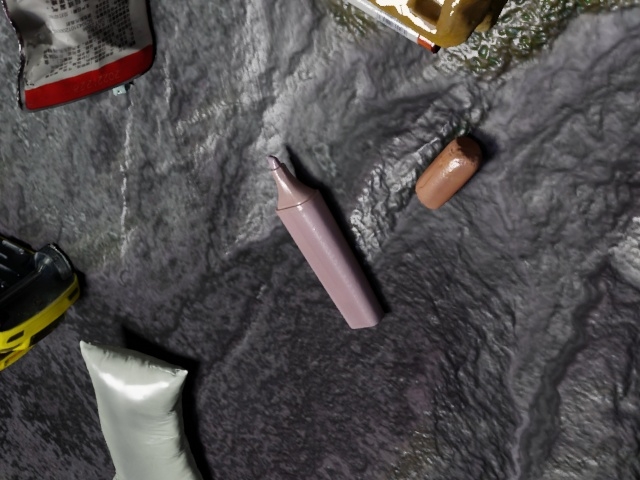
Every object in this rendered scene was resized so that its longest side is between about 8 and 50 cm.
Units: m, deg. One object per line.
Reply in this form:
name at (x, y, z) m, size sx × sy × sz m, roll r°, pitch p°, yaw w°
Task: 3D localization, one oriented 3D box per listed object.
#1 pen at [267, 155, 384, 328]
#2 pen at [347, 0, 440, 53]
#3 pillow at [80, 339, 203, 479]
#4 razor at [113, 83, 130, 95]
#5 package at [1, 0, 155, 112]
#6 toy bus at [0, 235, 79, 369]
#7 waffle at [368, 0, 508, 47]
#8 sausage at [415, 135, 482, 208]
pen at (0.000, 0.000, 1.272) m, size 0.053 × 0.032 × 0.197 m, roll -10°, pitch 116°, yaw 48°
pen at (0.004, -0.225, 1.085) m, size 0.239 × 0.028 × 0.028 m, roll 34°, pitch 139°, yaw 17°
pillow at (-0.214, 0.232, 1.627) m, size 0.144 × 0.078 × 0.254 m, roll 13°, pitch 131°, yaw 23°
razor at (-0.220, -0.230, 1.273) m, size 0.036 × 0.084 × 0.211 m, roll 43°, pitch 154°, yaw 35°
package at (-0.226, -0.236, 1.194) m, size 0.030 × 0.154 × 0.239 m, roll 40°, pitch 144°, yaw 43°
toy bus at (-0.456, 0.064, 1.661) m, size 0.330 × 0.144 × 0.152 m, roll 23°, pitch 134°, yaw 30°
waffle at (0.079, -0.313, 0.892) m, size 0.224 × 0.098 × 0.328 m, roll 36°, pitch 140°, yaw 13°
sausage at (0.110, -0.057, 1.120) m, size 0.034 × 0.034 × 0.083 m, roll 45°, pitch 142°, yaw 5°
